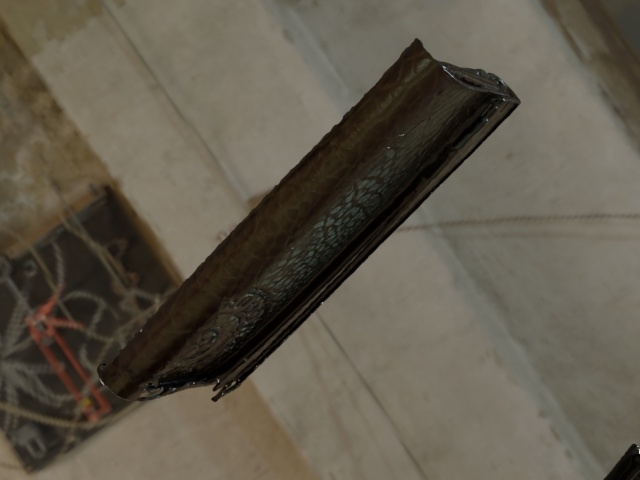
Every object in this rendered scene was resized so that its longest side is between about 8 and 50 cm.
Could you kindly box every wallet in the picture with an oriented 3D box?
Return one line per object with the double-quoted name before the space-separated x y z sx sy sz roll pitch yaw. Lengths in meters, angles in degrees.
"wallet" 0.000 0.000 0.598 0.243 0.039 0.133 -44 161 18

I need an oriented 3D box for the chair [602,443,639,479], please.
"chair" 0.285 0.281 0.986 0.141 0.154 0.260 -46 -168 -12
